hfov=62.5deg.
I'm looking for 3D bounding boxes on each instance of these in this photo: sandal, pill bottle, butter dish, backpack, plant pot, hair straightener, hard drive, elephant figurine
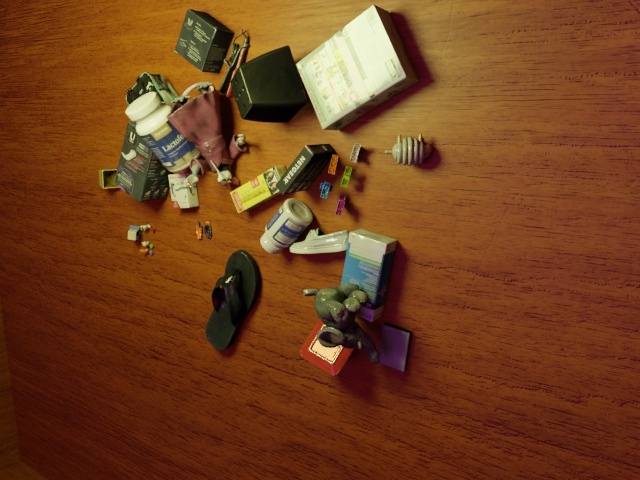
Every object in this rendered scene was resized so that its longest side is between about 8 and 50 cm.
[{"bbox_3d":[-0.349,0.244,1.996,0.168,0.107,0.445,33,116,25],"label":"sandal"},{"bbox_3d":[-0.558,-0.386,1.883,0.153,0.153,0.264,-3,137,35],"label":"pill bottle"},{"bbox_3d":[-0.120,-0.042,1.775,0.112,0.112,0.186,52,123,14],"label":"pill bottle"},{"bbox_3d":[0.042,0.361,1.756,0.160,0.118,0.160,24,72,30],"label":"butter dish"},{"bbox_3d":[-0.619,-0.513,1.994,0.166,0.144,0.188,-37,77,26],"label":"backpack"},{"bbox_3d":[-0.928,-0.274,2.302,0.083,0.081,0.081,17,110,43],"label":"plant pot"},{"bbox_3d":[-0.308,-0.615,1.818,0.089,0.047,0.230,32,116,25],"label":"hair straightener"},{"bbox_3d":[0.235,0.336,1.669,0.094,0.022,0.135,15,108,31],"label":"hard drive"},{"bbox_3d":[-0.174,-0.469,1.643,0.187,0.167,0.188,-17,91,67],"label":"plant pot"},{"bbox_3d":[0.068,0.263,1.607,0.186,0.169,0.239,44,146,52],"label":"elephant figurine"}]

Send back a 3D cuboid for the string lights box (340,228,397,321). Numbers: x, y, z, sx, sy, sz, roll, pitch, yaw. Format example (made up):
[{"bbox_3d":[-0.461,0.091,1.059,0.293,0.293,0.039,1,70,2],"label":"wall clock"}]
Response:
[{"bbox_3d":[0.143,0.107,1.648,0.133,0.077,0.259,20,111,30],"label":"string lights box"}]

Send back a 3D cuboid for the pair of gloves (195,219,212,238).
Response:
[{"bbox_3d":[-0.458,-0.042,2.069,0.083,0.010,0.074,-1,98,32],"label":"pair of gloves"}]

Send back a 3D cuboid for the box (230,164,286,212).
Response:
[{"bbox_3d":[-0.208,-0.177,1.838,0.232,0.058,0.087,-23,88,36],"label":"box"}]

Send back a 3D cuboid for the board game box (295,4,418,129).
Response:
[{"bbox_3d":[0.100,-0.491,1.538,0.303,0.097,0.224,-25,85,34],"label":"board game box"}]

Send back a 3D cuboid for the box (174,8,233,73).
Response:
[{"bbox_3d":[-0.408,-0.694,1.842,0.156,0.093,0.158,41,121,21],"label":"box"}]

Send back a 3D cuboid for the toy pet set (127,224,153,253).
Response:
[{"bbox_3d":[-0.767,-0.018,2.271,0.114,0.065,0.122,10,113,-4],"label":"toy pet set"}]

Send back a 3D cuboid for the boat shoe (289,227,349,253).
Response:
[{"bbox_3d":[0.000,0.000,1.730,0.228,0.079,0.081,-5,91,29],"label":"boat shoe"}]

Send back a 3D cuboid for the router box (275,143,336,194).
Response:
[{"bbox_3d":[-0.046,-0.227,1.671,0.046,0.133,0.179,50,122,14],"label":"router box"}]

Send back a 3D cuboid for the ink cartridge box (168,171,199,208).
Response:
[{"bbox_3d":[-0.535,-0.196,2.060,0.099,0.056,0.135,0,101,35],"label":"ink cartridge box"}]

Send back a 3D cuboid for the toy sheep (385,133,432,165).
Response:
[{"bbox_3d":[0.248,-0.254,1.491,0.132,0.091,0.091,-1,101,9],"label":"toy sheep"}]

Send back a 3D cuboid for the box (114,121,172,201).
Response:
[{"bbox_3d":[-0.682,-0.311,2.082,0.165,0.143,0.270,34,117,22],"label":"box"}]

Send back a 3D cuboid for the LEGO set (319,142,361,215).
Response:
[{"bbox_3d":[0.055,-0.205,1.646,0.087,0.093,0.227,16,107,-2],"label":"LEGO set"}]

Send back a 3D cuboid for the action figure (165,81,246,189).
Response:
[{"bbox_3d":[-0.402,-0.344,1.859,0.276,0.248,0.370,48,161,59],"label":"action figure"}]
